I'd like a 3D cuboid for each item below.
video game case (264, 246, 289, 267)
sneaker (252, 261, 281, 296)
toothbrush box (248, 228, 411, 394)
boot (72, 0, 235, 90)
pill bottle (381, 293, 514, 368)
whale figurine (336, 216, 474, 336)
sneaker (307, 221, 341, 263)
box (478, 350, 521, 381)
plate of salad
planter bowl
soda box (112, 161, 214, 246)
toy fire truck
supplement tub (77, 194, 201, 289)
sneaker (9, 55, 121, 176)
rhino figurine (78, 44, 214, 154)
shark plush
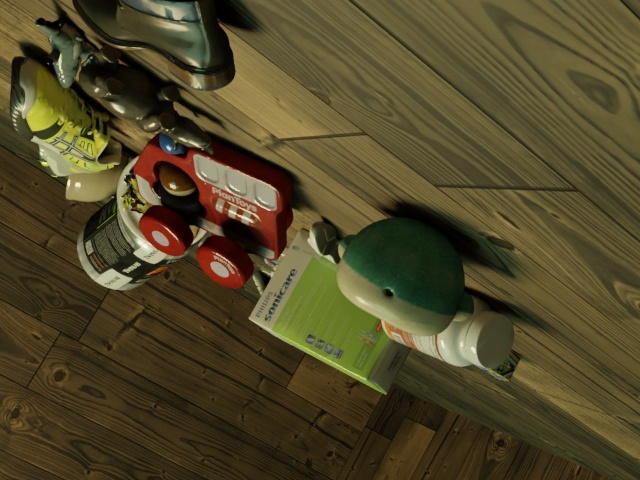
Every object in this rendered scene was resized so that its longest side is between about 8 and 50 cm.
[{"bbox_3d":[-0.049,0.070,2.240,0.204,0.025,0.285,29,170,5],"label":"video game case"},{"bbox_3d":[-0.052,0.140,2.168,0.182,0.158,0.410,53,156,-21],"label":"sneaker"},{"bbox_3d":[0.042,0.132,1.756,0.283,0.206,0.122,24,169,29],"label":"toothbrush box"},{"bbox_3d":[-0.177,-0.247,0.945,0.219,0.082,0.106,31,149,21],"label":"boot"},{"bbox_3d":[0.213,0.140,1.553,0.216,0.121,0.121,18,164,49],"label":"pill bottle"},{"bbox_3d":[0.132,0.033,1.319,0.216,0.141,0.272,28,-165,11],"label":"whale figurine"},{"bbox_3d":[0.000,0.000,1.663,0.061,0.053,0.152,29,171,22],"label":"sneaker"},{"bbox_3d":[0.306,0.211,1.817,0.169,0.059,0.054,31,169,-9],"label":"box"},{"bbox_3d":[-0.302,-0.074,1.775,0.200,0.200,0.048,30,-158,2],"label":"plate of salad"},{"bbox_3d":[-0.483,-0.155,2.023,0.109,0.162,0.162,14,172,-9],"label":"planter bowl"},{"bbox_3d":[-0.352,-0.078,2.160,0.286,0.098,0.091,26,169,22],"label":"soda box"},{"bbox_3d":[-0.183,-0.082,1.556,0.302,0.169,0.254,26,146,16],"label":"toy fire truck"},{"bbox_3d":[-0.376,-0.023,1.982,0.193,0.193,0.316,34,144,-22],"label":"supplement tub"},{"bbox_3d":[-0.474,-0.234,1.726,0.147,0.145,0.384,-1,166,0],"label":"sneaker"},{"bbox_3d":[-0.244,-0.193,1.337,0.243,0.073,0.106,35,165,-34],"label":"rhino figurine"},{"bbox_3d":[-0.362,-0.269,1.305,0.073,0.067,0.161,31,170,-5],"label":"shark plush"}]
